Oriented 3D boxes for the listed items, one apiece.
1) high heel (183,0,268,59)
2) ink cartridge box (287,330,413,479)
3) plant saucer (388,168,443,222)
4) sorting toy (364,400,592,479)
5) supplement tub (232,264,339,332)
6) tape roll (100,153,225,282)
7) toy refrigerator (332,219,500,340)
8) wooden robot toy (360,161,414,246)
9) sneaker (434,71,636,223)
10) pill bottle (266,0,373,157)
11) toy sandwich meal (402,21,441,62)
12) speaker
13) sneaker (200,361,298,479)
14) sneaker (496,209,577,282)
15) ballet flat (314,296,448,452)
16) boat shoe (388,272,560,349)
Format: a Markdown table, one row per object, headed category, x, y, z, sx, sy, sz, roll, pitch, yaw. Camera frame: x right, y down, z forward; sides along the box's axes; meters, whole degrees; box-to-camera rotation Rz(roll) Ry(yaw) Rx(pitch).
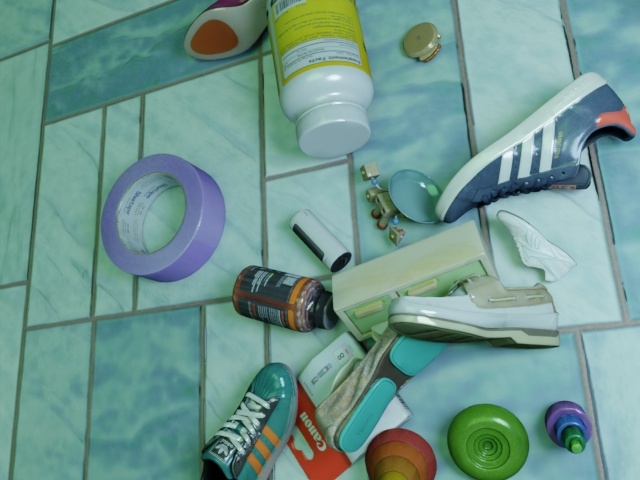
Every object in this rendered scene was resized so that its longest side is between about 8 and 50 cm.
| category | x | y | z | sx | sy | sz | roll | pitch | yaw |
| --- | --- | --- | --- | --- | --- | --- | --- | --- | --- |
| high heel | -0.154 | -0.551 | 1.412 | 0.377 | 0.127 | 0.181 | -19 | 40 | 24 |
| ink cartridge box | 0.022 | 0.308 | 1.094 | 0.232 | 0.066 | 0.189 | -40 | 63 | 5 |
| plant saucer | 0.174 | -0.077 | 1.116 | 0.021 | 0.119 | 0.119 | -54 | 50 | 52 |
| sorting toy | 0.232 | 0.336 | 0.928 | 0.365 | 0.126 | 0.127 | -20 | 90 | 15 |
| supplement tub | -0.062 | 0.114 | 1.157 | 0.198 | 0.106 | 0.106 | 12 | 81 | 27 |
| tape roll | -0.350 | -0.049 | 1.346 | 0.275 | 0.090 | 0.275 | -7 | 72 | 22 |
| toy refrigerator | 0.162 | 0.076 | 1.049 | 0.269 | 0.102 | 0.094 | -22 | 39 | 17 |
| wooden robot toy | 0.139 | -0.073 | 1.154 | 0.079 | 0.076 | 0.173 | -16 | 65 | -18 |
| sneaker | 0.359 | -0.116 | 1.020 | 0.350 | 0.131 | 0.148 | -40 | 76 | 17 |
| pill bottle | 0.002 | -0.344 | 1.210 | 0.188 | 0.188 | 0.334 | -16 | 70 | 20 |
| toy sandwich meal | 0.206 | -0.398 | 1.223 | 0.085 | 0.029 | 0.085 | -13 | 66 | 32 |
| speaker | 0.000 | 0.000 | 1.190 | 0.055 | 0.055 | 0.136 | -47 | 63 | 6 |
| sneaker | -0.138 | 0.364 | 1.101 | 0.108 | 0.121 | 0.302 | 19 | 88 | 34 |
| sneaker | 0.348 | 0.009 | 1.012 | 0.152 | 0.054 | 0.061 | 42 | 105 | 10 |
| ballet flat | 0.102 | 0.201 | 1.013 | 0.316 | 0.107 | 0.106 | -46 | 36 | -10 |
| boat shoe | 0.237 | 0.106 | 0.946 | 0.113 | 0.302 | 0.103 | -27 | 57 | 60 |
